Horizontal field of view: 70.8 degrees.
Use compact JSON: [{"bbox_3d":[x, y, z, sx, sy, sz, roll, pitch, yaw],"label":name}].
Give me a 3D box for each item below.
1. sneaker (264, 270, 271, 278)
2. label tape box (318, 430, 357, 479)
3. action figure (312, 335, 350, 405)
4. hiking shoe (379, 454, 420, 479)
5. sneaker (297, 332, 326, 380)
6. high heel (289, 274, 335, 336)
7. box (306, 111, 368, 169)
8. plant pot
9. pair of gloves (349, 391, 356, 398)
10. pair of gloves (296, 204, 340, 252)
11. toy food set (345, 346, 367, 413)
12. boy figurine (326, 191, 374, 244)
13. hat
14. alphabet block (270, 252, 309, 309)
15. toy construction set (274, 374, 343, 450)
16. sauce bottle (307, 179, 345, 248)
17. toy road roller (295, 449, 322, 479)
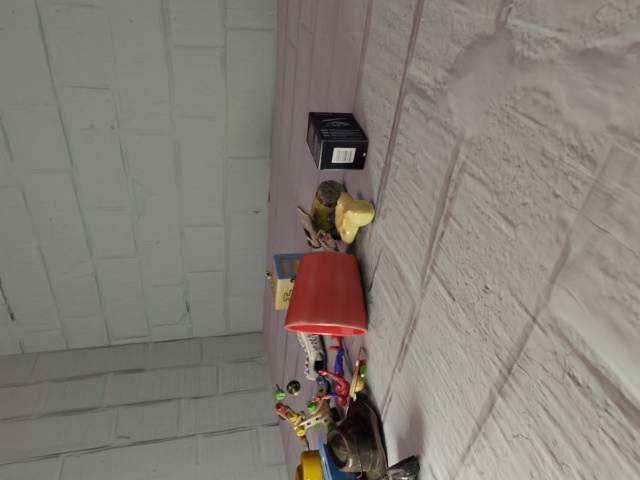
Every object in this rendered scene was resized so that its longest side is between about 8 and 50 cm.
[{"bbox_3d":[-0.252,0.170,2.198,0.083,0.031,0.035,-144,39,-78],"label":"sneaker"},{"bbox_3d":[0.077,0.857,1.545,0.249,0.115,0.347,-117,21,-59],"label":"label tape box"},{"bbox_3d":[0.032,0.477,1.629,0.280,0.139,0.091,-103,14,-54],"label":"action figure"},{"bbox_3d":[0.219,0.625,1.134,0.226,0.086,0.114,96,151,-50],"label":"hiking shoe"},{"bbox_3d":[-0.027,0.481,2.013,0.118,0.110,0.291,157,102,-67],"label":"sneaker"},{"bbox_3d":[-0.023,0.251,1.759,0.093,0.186,0.261,140,126,-72],"label":"high heel"},{"bbox_3d":[0.048,-0.325,1.461,0.207,0.153,0.108,-107,20,-48],"label":"box"},{"bbox_3d":[0.022,0.175,1.475,0.275,0.275,0.243,129,146,-69],"label":"plant pot"},{"bbox_3d":[0.121,0.568,1.606,0.083,0.010,0.074,104,155,-53],"label":"pair of gloves"},{"bbox_3d":[0.000,0.000,1.624,0.240,0.042,0.204,46,168,31],"label":"pair of gloves"},{"bbox_3d":[0.125,0.457,1.475,0.132,0.039,0.191,-47,-31,-74],"label":"toy food set"},{"bbox_3d":[0.090,-0.080,1.462,0.285,0.092,0.177,143,124,-72],"label":"boy figurine"},{"bbox_3d":[0.096,0.667,1.467,0.331,0.134,0.331,174,90,-73],"label":"hat"},{"bbox_3d":[-0.131,0.194,2.164,0.192,0.194,0.197,-107,20,-50],"label":"alphabet block"},{"bbox_3d":[-0.034,0.735,1.821,0.237,0.258,0.308,-130,36,-51],"label":"toy construction set"},{"bbox_3d":[0.010,-0.084,1.734,0.344,0.112,0.111,108,155,-53],"label":"sauce bottle"},{"bbox_3d":[-0.005,0.993,1.789,0.329,0.203,0.240,-149,61,-75],"label":"toy road roller"}]
